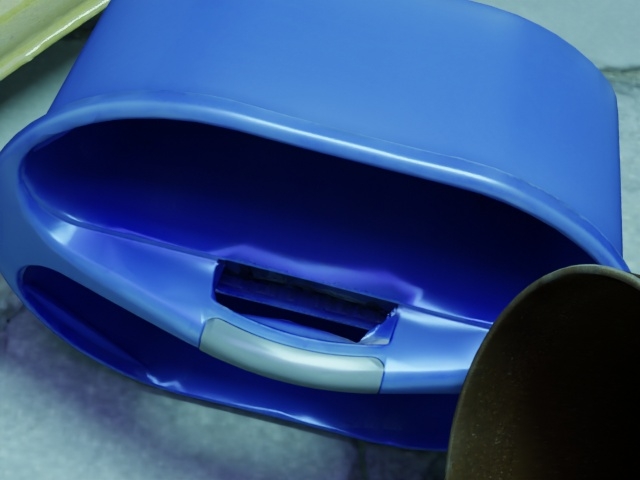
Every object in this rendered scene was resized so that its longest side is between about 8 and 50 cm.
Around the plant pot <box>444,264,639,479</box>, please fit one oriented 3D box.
[{"bbox_3d":[0.210,0.127,0.726,0.230,0.215,0.215,6,56,-27],"label":"plant pot"}]

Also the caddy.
[{"bbox_3d":[0.000,0.000,0.822,0.341,0.241,0.179,14,51,0],"label":"caddy"}]

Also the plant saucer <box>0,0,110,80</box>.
[{"bbox_3d":[-0.257,-0.239,0.965,0.333,0.081,0.333,-38,85,-15],"label":"plant saucer"}]
